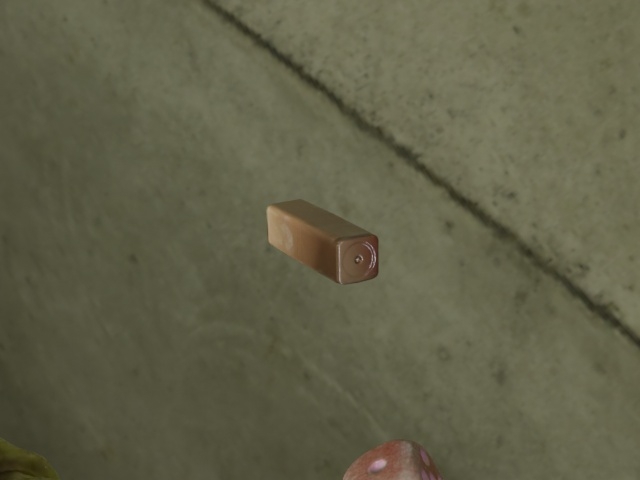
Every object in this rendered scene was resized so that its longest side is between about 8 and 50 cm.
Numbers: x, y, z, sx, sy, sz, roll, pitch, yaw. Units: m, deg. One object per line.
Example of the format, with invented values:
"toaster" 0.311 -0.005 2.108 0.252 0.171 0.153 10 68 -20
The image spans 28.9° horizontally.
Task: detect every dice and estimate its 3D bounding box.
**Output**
"dice" 0.082 0.274 1.323 0.093 0.094 0.091 -27 109 15

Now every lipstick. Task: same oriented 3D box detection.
"lipstick" 0.000 0.000 1.147 0.145 0.045 0.045 28 125 59

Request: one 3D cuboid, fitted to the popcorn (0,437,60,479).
"popcorn" -0.289 0.174 0.686 0.250 0.242 0.235 32 178 -44
